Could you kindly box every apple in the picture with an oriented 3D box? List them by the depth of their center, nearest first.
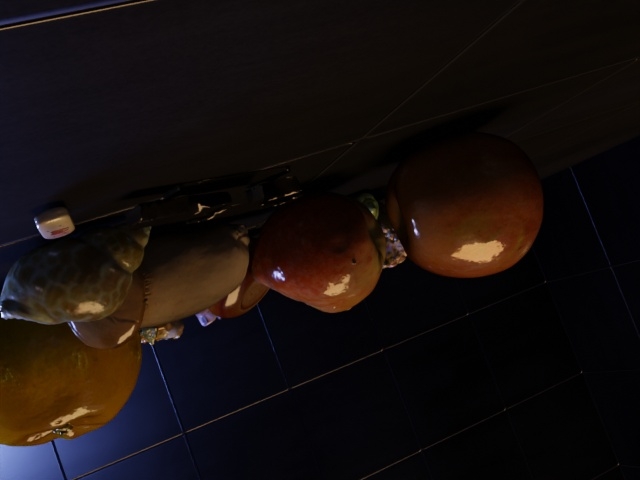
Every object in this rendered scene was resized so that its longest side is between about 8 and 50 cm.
[{"bbox_3d":[0.212,-0.055,1.194,0.254,0.253,0.253,-21,176,-2],"label":"apple"}]

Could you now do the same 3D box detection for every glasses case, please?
[{"bbox_3d":[-0.259,-0.017,0.748,0.032,0.021,0.083,-21,176,-16],"label":"glasses case"}]

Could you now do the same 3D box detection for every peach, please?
[{"bbox_3d":[-0.010,0.023,1.251,0.233,0.232,0.232,-21,176,-2],"label":"peach"}]

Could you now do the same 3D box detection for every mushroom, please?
[{"bbox_3d":[-0.216,0.052,1.129,0.154,0.137,0.407,-9,-174,16],"label":"mushroom"}]

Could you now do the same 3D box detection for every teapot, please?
[{"bbox_3d":[-0.177,0.057,1.501,0.178,0.135,0.252,-53,160,-10],"label":"teapot"}]

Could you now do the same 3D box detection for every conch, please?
[{"bbox_3d":[-0.286,0.041,0.878,0.173,0.105,0.116,-6,-174,7],"label":"conch"},{"bbox_3d":[0.048,-0.046,1.548,0.106,0.079,0.170,-1,168,-35],"label":"conch"}]

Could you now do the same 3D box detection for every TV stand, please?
[{"bbox_3d":[-0.118,-0.049,0.889,0.036,0.042,0.249,-21,176,42],"label":"TV stand"}]

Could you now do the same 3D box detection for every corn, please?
[{"bbox_3d":[0.127,-0.012,1.672,0.127,0.126,0.335,-21,-174,4],"label":"corn"}]

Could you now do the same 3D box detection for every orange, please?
[{"bbox_3d":[-0.401,0.179,1.120,0.279,0.235,0.279,-21,171,-3],"label":"orange"}]

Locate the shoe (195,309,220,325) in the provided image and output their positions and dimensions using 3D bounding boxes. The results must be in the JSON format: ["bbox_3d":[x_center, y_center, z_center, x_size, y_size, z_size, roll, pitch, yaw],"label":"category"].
[{"bbox_3d":[-0.231,0.116,1.803,0.095,0.137,0.245,-18,178,31],"label":"shoe"}]

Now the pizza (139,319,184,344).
[{"bbox_3d":[-0.483,0.213,1.626,0.392,0.080,0.435,-13,-175,-6],"label":"pizza"}]
